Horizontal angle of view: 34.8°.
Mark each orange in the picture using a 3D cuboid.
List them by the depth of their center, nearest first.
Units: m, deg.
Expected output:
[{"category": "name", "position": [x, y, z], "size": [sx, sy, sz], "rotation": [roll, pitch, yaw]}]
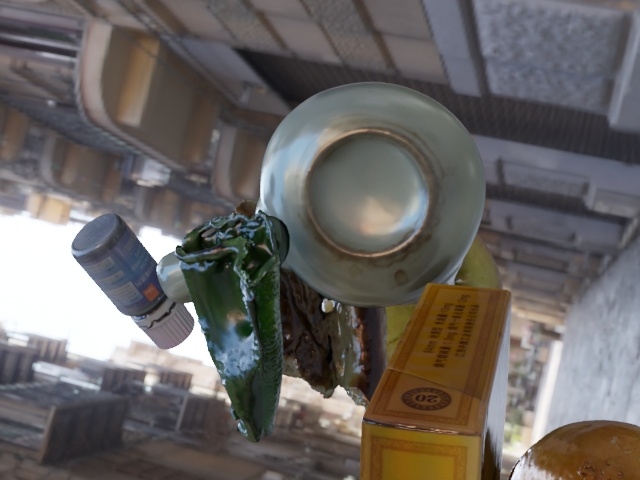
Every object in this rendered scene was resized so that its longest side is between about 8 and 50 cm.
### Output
[{"category": "orange", "position": [0.270, 0.274, 0.948], "size": [0.219, 0.193, 0.219], "rotation": [172, 90, -81]}]

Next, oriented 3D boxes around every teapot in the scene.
[{"category": "teapot", "position": [-0.006, -0.038, 0.964], "size": [0.149, 0.318, 0.220], "rotation": [-24, -64, -81]}]

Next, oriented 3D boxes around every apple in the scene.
[{"category": "apple", "position": [0.138, 0.082, 1.586], "size": [0.233, 0.286, 0.286], "rotation": [-22, 42, 53]}]

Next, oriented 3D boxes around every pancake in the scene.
[{"category": "pancake", "position": [0.002, 0.051, 1.123], "size": [0.056, 0.257, 0.212], "rotation": [-20, 36, 57]}]

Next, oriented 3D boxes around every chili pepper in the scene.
[{"category": "chili pepper", "position": [-0.067, 0.076, 0.873], "size": [0.062, 0.108, 0.216], "rotation": [-21, -61, -41]}]

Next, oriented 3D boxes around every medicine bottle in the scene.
[{"category": "medicine bottle", "position": [-0.249, 0.060, 1.381], "size": [0.203, 0.083, 0.083], "rotation": [58, -141, -33]}]

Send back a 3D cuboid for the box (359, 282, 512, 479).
[{"category": "box", "position": [0.088, 0.152, 0.728], "size": [0.274, 0.076, 0.174], "rotation": [-47, -42, -69]}]
